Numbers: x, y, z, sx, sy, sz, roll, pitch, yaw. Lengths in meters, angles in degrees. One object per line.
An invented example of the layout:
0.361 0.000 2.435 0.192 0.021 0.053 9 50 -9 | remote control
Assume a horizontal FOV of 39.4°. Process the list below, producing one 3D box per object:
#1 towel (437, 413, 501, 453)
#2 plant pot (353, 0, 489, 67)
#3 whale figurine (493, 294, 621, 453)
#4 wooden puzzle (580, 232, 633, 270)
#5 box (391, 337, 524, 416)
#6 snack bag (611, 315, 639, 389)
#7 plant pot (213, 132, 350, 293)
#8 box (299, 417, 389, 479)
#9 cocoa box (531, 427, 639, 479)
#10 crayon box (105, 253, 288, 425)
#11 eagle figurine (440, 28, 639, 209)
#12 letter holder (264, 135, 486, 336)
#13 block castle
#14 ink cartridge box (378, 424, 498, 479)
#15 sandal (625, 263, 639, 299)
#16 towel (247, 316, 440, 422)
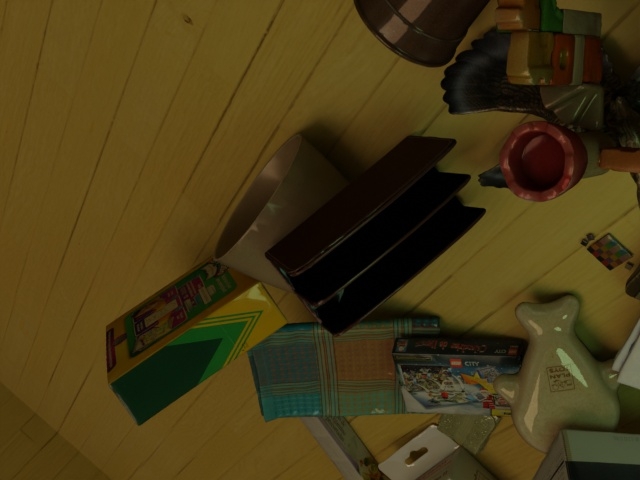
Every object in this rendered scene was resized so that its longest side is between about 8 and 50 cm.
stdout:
0.291 0.362 1.779 0.110 0.027 0.148 31 141 15 | towel
0.153 -0.337 1.134 0.167 0.167 0.165 43 135 -1 | plant pot
0.395 0.218 1.487 0.216 0.141 0.272 -12 100 13 | whale figurine
0.434 0.017 1.345 0.083 0.006 0.049 43 142 -1 | wooden puzzle
0.259 0.250 1.634 0.233 0.044 0.159 -1 127 21 | box
0.615 0.145 1.251 0.323 0.037 0.342 20 138 12 | snack bag
0.000 0.000 1.536 0.274 0.256 0.256 35 144 -15 | plant pot
0.064 0.491 2.065 0.067 0.063 0.324 -17 114 46 | box
0.527 0.460 1.400 0.347 0.228 0.231 5 136 -3 | cocoa box
-0.247 0.161 1.696 0.106 0.313 0.363 58 174 -16 | crayon box
0.317 -0.155 1.175 0.298 0.225 0.226 32 107 62 | eagle figurine
0.095 -0.005 1.321 0.152 0.302 0.214 52 173 -13 | letter holder
0.329 -0.258 0.866 0.303 0.213 0.453 8 103 39 | block castle
0.289 0.577 1.867 0.353 0.119 0.207 43 122 -1 | ink cartridge box
0.497 0.028 1.269 0.072 0.049 0.180 27 145 -1 | sandal
0.047 0.255 1.735 0.370 0.040 0.271 -3 131 5 | towel
